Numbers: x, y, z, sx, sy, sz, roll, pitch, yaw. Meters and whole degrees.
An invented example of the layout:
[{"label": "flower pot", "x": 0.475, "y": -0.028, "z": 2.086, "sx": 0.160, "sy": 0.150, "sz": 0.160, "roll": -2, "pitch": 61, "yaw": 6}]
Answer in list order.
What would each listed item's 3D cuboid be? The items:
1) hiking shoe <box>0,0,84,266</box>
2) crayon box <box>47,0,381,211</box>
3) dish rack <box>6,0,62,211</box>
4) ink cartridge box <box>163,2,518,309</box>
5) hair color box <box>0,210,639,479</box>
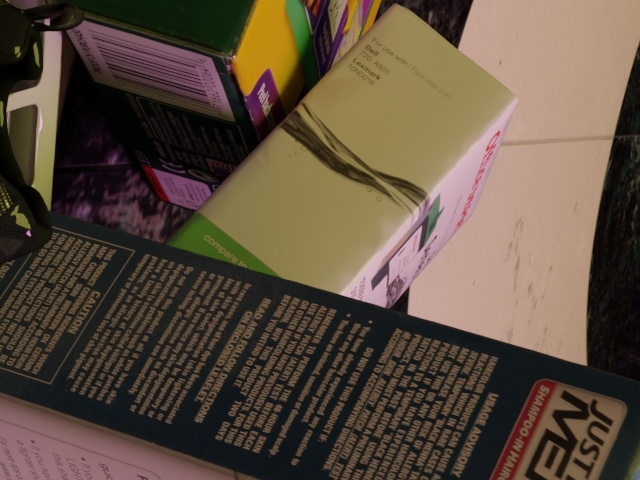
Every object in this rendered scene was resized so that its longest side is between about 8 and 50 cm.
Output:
[{"label": "hiking shoe", "x": -0.170, "y": 0.000, "z": 0.749, "sx": 0.086, "sy": 0.114, "sz": 0.226, "roll": 15, "pitch": 91, "yaw": -67}, {"label": "crayon box", "x": -0.023, "y": -0.198, "z": 1.090, "sx": 0.363, "sy": 0.106, "sz": 0.313, "roll": 76, "pitch": 32, "yaw": -76}, {"label": "dish rack", "x": -0.238, "y": 0.011, "z": 0.840, "sx": 0.333, "sy": 0.072, "sz": 0.285, "roll": -34, "pitch": 136, "yaw": -59}, {"label": "ink cartridge box", "x": 0.000, "y": 0.000, "z": 1.037, "sx": 0.219, "sy": 0.092, "sz": 0.160, "roll": -47, "pitch": 169, "yaw": -21}, {"label": "hair color box", "x": -0.022, "y": 0.105, "z": 0.861, "sx": 0.105, "sy": 0.347, "sz": 0.174, "roll": -60, "pitch": 155, "yaw": -31}]
